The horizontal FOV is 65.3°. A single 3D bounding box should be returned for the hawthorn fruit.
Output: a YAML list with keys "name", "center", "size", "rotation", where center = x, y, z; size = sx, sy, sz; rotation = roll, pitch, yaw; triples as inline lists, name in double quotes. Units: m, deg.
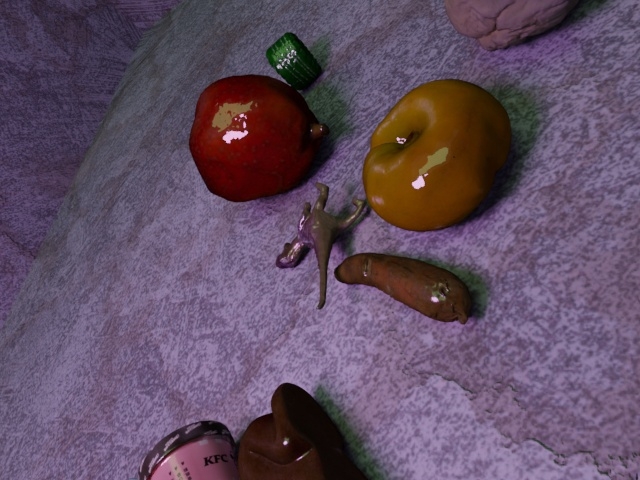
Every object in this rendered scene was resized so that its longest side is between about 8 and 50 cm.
- name: "hawthorn fruit"
  center: [-0.122, -0.223, 1.051]
  size: [0.307, 0.265, 0.265]
  rotation: [-4, 59, 34]

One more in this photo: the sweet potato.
- name: "sweet potato"
  center: [0.111, 0.057, 0.746]
  size: [0.273, 0.075, 0.075]
  rotation: [16, 74, 52]

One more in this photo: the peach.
- name: "peach"
  center: [0.168, -0.129, 0.772]
  size: [0.251, 0.153, 0.251]
  rotation: [-44, 26, 27]

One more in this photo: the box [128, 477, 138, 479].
- name: "box"
  center: [-0.291, 0.520, 0.827]
  size: [0.161, 0.041, 0.229]
  rotation: [-19, 50, 34]

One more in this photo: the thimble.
- name: "thimble"
  center: [-0.065, -0.444, 1.246]
  size: [0.090, 0.130, 0.118]
  rotation: [-39, 60, 18]

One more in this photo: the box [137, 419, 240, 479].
- name: "box"
  center: [-0.179, 0.373, 0.745]
  size: [0.151, 0.151, 0.135]
  rotation: [-50, 47, 5]

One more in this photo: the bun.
- name: "bun"
  center: [0.324, -0.444, 0.801]
  size: [0.281, 0.204, 0.282]
  rotation: [-12, 66, 30]

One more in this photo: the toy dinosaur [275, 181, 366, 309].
- name: "toy dinosaur"
  center: [0.003, 0.002, 0.881]
  size: [0.251, 0.072, 0.200]
  rotation: [25, 85, 55]

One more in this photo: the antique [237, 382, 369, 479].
- name: "antique"
  center: [-0.030, 0.320, 0.653]
  size: [0.143, 0.121, 0.257]
  rotation: [-54, 38, 4]
